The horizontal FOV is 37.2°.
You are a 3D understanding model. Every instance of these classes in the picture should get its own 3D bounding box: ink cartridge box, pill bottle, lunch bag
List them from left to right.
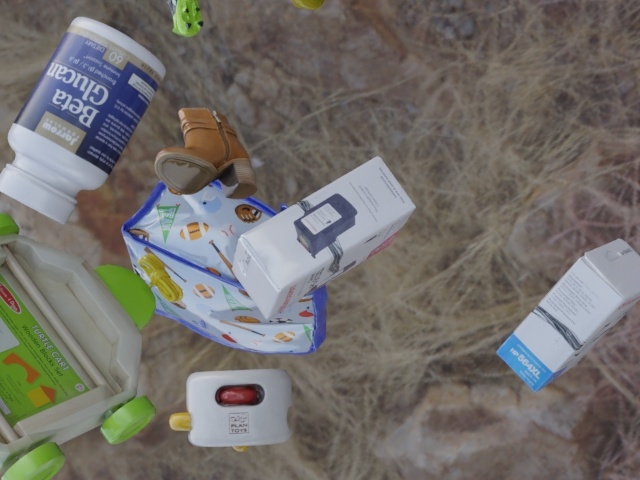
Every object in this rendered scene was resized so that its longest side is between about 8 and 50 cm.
[{"bbox_3d":[-0.217,-0.104,0.847,0.094,0.169,0.094,27,174,3],"label":"pill bottle"},{"bbox_3d":[-0.158,0.062,1.879,0.386,0.238,0.327,26,154,14],"label":"lunch bag"},{"bbox_3d":[0.000,0.000,1.381,0.100,0.237,0.172,56,162,11],"label":"ink cartridge box"},{"bbox_3d":[0.368,0.105,1.357,0.086,0.148,0.203,48,126,20],"label":"ink cartridge box"}]

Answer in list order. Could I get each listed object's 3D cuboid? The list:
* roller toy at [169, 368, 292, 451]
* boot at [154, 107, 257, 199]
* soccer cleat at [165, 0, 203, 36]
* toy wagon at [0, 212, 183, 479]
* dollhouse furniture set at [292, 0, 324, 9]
[{"bbox_3d":[-0.148,0.309,1.726,0.191,0.209,0.146,-10,78,40],"label":"roller toy"},{"bbox_3d":[-0.190,-0.144,1.437,0.073,0.197,0.152,-37,60,25],"label":"boot"},{"bbox_3d":[-0.236,-0.434,1.605,0.072,0.060,0.178,13,109,50],"label":"soccer cleat"},{"bbox_3d":[-0.277,0.094,0.943,0.267,0.344,0.068,50,124,14],"label":"toy wagon"},{"bbox_3d":[-0.044,-0.437,1.128,0.286,0.303,0.198,41,149,-13],"label":"dollhouse furniture set"}]
